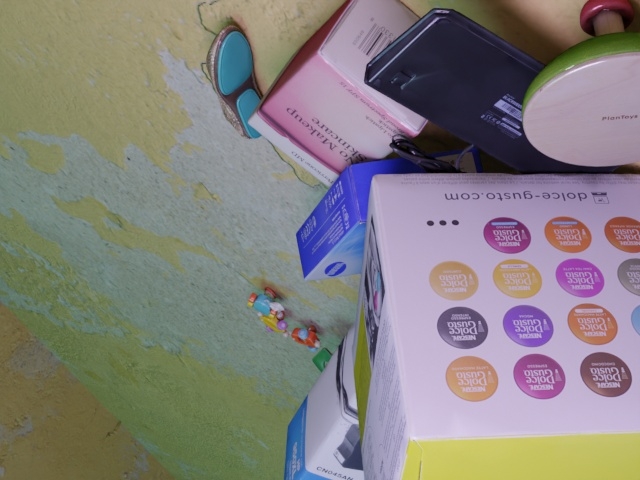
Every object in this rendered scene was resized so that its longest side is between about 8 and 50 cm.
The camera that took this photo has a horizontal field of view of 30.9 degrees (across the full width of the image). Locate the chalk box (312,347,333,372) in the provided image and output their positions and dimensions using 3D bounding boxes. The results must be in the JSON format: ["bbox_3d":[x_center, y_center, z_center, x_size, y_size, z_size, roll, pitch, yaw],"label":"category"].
[{"bbox_3d":[0.103,0.303,2.103,0.289,0.179,0.180,34,155,-2],"label":"chalk box"}]

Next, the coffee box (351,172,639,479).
[{"bbox_3d":[0.223,0.158,1.290,0.337,0.334,0.338,-1,141,-6],"label":"coffee box"}]

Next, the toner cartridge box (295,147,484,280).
[{"bbox_3d":[0.081,-0.026,1.501,0.165,0.075,0.348,-7,169,-13],"label":"toner cartridge box"}]

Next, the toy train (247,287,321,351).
[{"bbox_3d":[-0.064,0.142,2.179,0.125,0.046,0.166,10,150,39],"label":"toy train"}]

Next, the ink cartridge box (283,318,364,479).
[{"bbox_3d":[0.149,0.258,1.716,0.285,0.166,0.395,19,129,-13],"label":"ink cartridge box"}]

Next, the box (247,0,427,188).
[{"bbox_3d":[0.037,-0.176,1.371,0.148,0.127,0.232,37,155,-10],"label":"box"}]

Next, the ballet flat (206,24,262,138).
[{"bbox_3d":[-0.124,-0.217,1.568,0.067,0.073,0.206,36,156,31],"label":"ballet flat"}]

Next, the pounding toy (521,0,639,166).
[{"bbox_3d":[0.308,-0.161,1.132,0.236,0.110,0.183,10,150,-19],"label":"pounding toy"}]

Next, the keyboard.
[{"bbox_3d":[0.178,-0.122,1.235,0.317,0.033,0.201,25,133,-30],"label":"keyboard"}]
